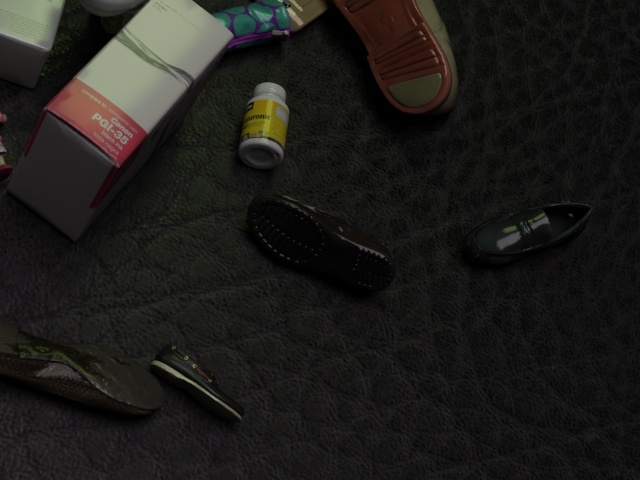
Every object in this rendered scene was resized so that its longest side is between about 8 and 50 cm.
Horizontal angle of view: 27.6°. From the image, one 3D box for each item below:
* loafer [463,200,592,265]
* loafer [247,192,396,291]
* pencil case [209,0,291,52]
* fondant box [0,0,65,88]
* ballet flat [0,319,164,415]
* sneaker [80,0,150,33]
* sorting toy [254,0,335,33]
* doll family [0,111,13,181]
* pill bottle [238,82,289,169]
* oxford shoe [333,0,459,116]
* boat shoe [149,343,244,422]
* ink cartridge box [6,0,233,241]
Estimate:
[{"bbox_3d":[0.309,-0.018,1.938,0.223,0.078,0.076,-14,68,-32],"label":"loafer"},{"bbox_3d":[0.000,0.000,1.788,0.220,0.080,0.078,29,20,-7],"label":"loafer"},{"bbox_3d":[-0.113,-0.309,1.911,0.151,0.064,0.070,-21,47,-34],"label":"pencil case"},{"bbox_3d":[-0.456,-0.391,1.772,0.238,0.096,0.330,18,56,-16],"label":"fondant box"},{"bbox_3d":[-0.306,0.159,1.549,0.250,0.058,0.084,20,33,-21],"label":"ballet flat"},{"bbox_3d":[-0.264,-0.334,1.779,0.108,0.169,0.292,28,36,-1],"label":"sneaker"},{"bbox_3d":[-0.078,-0.479,2.051,0.307,0.041,0.229,45,57,5],"label":"sorting toy"},{"bbox_3d":[-0.496,-0.149,1.591,0.263,0.118,0.163,-15,69,-32],"label":"doll family"},{"bbox_3d":[-0.078,-0.164,1.842,0.065,0.065,0.116,18,55,-16],"label":"pill bottle"},{"bbox_3d":[0.108,-0.366,2.016,0.146,0.140,0.397,9,63,-67],"label":"oxford shoe"},{"bbox_3d":[-0.146,0.177,1.614,0.133,0.049,0.042,35,60,2],"label":"boat shoe"},{"bbox_3d":[-0.253,-0.166,1.666,0.117,0.207,0.283,37,52,-3],"label":"ink cartridge box"}]
